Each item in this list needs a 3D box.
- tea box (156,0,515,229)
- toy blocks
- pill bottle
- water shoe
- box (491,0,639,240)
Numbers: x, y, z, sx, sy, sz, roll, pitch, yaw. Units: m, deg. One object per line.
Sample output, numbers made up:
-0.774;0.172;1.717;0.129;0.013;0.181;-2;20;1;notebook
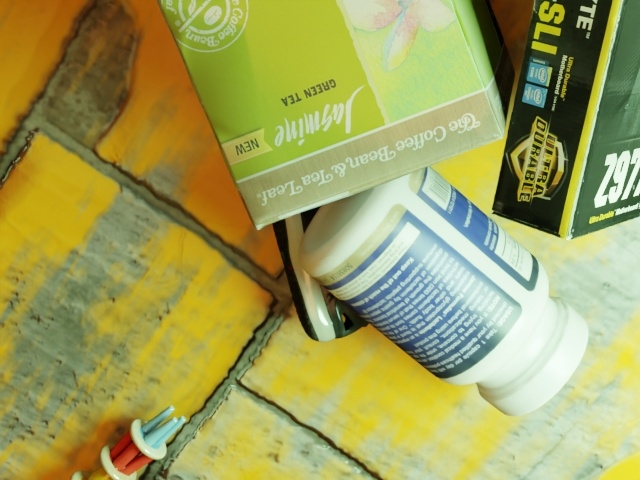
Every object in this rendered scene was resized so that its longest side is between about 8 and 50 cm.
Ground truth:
0.011;-0.224;1.091;0.220;0.329;0.323;-21;100;15;tea box
-0.185;0.261;1.408;0.148;0.054;0.123;-41;94;18;toy blocks
0.122;0.043;1.226;0.264;0.153;0.153;39;109;-14;pill bottle
0.000;0.000;1.304;0.080;0.073;0.203;-16;102;-14;water shoe
0.273;-0.152;1.071;0.079;0.322;0.257;23;111;32;box
